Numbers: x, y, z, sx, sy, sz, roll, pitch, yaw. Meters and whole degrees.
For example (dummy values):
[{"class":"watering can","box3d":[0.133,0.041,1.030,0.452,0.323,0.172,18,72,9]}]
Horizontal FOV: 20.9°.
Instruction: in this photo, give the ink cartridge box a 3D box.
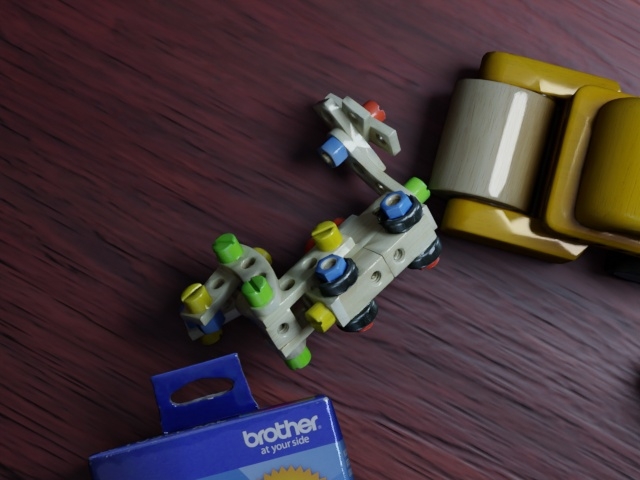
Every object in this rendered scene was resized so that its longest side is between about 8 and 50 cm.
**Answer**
[{"class":"ink cartridge box","box3d":[-0.084,0.326,1.854,0.270,0.151,0.395,-15,84,-2]}]

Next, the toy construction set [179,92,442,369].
[{"class":"toy construction set","box3d":[0.000,0.000,1.877,0.151,0.215,0.327,43,78,-39]}]

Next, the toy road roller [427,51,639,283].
[{"class":"toy road roller","box3d":[0.293,-0.080,1.841,0.330,0.240,0.202,14,85,1]}]
